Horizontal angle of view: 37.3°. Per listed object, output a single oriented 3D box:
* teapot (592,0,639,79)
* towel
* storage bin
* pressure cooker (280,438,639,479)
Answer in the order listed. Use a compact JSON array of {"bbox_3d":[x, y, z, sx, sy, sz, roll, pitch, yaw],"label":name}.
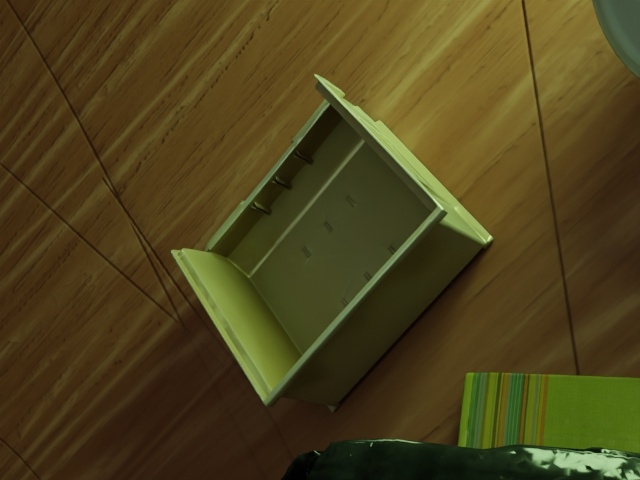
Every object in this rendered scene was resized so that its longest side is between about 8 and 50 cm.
[{"bbox_3d":[0.367,-0.233,0.780,0.252,0.187,0.256,-14,93,54],"label":"teapot"},{"bbox_3d":[0.231,0.171,0.843,0.237,0.021,0.102,-4,69,37],"label":"towel"},{"bbox_3d":[0.000,0.000,1.019,0.262,0.123,0.260,-50,52,15],"label":"storage bin"},{"bbox_3d":[0.124,0.361,0.611,0.375,0.369,0.420,-29,48,58],"label":"pressure cooker"}]
